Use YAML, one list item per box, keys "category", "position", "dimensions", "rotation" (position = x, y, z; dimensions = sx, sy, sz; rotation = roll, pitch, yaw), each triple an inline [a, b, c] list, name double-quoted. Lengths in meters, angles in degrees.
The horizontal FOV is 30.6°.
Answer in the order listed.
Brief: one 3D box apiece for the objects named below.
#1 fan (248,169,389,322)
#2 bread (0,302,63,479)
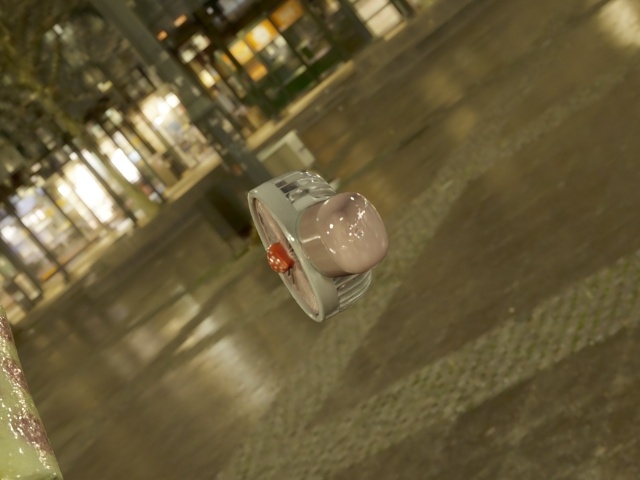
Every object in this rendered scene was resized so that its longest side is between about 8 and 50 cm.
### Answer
- category: "fan"
  position: [0.000, 0.000, 0.956]
  dimensions: [0.074, 0.130, 0.244]
  rotation: [-28, 2, -12]
- category: "bread"
  position: [-0.429, 0.212, 1.381]
  dimensions: [0.187, 0.155, 0.338]
  rotation: [-17, 42, -16]
